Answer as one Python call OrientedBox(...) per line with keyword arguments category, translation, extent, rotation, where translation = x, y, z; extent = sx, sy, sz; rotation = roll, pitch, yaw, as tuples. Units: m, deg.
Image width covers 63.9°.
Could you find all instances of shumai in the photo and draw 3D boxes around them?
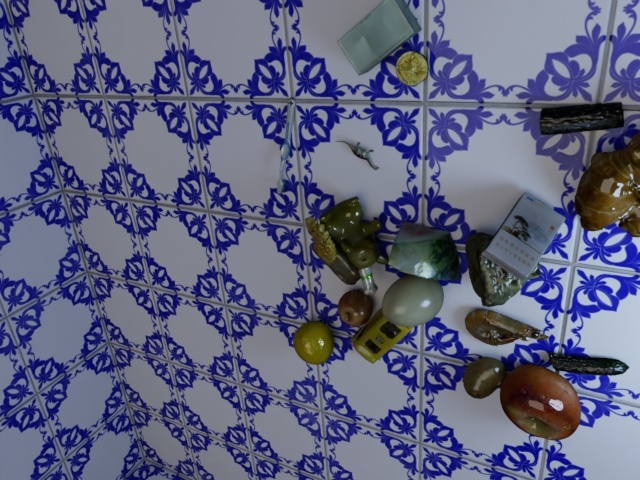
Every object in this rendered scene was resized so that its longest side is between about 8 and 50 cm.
OrientedBox(category="shumai", translation=(0.605, 0.083, 1.699), extent=(0.217, 0.189, 0.256), rotation=(-12, 103, 12))

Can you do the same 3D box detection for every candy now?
OrientedBox(category="candy", translation=(0.078, 0.067, 2.019), extent=(0.234, 0.102, 0.104), rotation=(46, 129, 5))

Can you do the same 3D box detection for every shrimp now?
OrientedBox(category="shrimp", translation=(0.659, 0.332, 1.840), extent=(0.287, 0.063, 0.152), rotation=(15, 123, 27))

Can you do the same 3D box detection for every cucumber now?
OrientedBox(category="cucumber", translation=(0.735, -0.341, 1.446), extent=(0.211, 0.062, 0.078), rotation=(2, 115, 30))
OrientedBox(category="cucumber", translation=(0.907, 0.425, 1.741), extent=(0.245, 0.067, 0.067), rotation=(-1, 114, 32))

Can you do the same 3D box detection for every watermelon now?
OrientedBox(category="watermelon", translation=(0.349, 0.062, 1.817), extent=(0.309, 0.232, 0.193), rotation=(-3, 120, -18))
OrientedBox(category="watermelon", translation=(0.290, -0.540, 1.604), extent=(0.105, 0.062, 0.106), rotation=(10, 120, 17))

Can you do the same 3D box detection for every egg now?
OrientedBox(category="egg", translation=(0.335, 0.218, 1.868), extent=(0.186, 0.241, 0.186), rotation=(53, 156, 37))

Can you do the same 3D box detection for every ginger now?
OrientedBox(category="ginger", translation=(0.867, -0.145, 1.425), extent=(0.274, 0.153, 0.357), rotation=(37, 131, -16))

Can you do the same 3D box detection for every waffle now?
OrientedBox(category="waffle", translation=(-0.003, 0.002, 1.880), extent=(0.149, 0.051, 0.194), rotation=(34, 154, 46))

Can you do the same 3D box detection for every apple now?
OrientedBox(category="apple", translation=(0.772, 0.566, 1.806), extent=(0.271, 0.206, 0.252), rotation=(20, 138, 19))
OrientedBox(category="apple", translation=(0.139, 0.275, 2.067), extent=(0.146, 0.131, 0.147), rotation=(11, 112, 29))

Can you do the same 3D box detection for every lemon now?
OrientedBox(category="lemon", translation=(-0.025, 0.446, 2.229), extent=(0.178, 0.178, 0.203), rotation=(-22, 101, 36))

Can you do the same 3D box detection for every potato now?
OrientedBox(category="potato", translation=(0.614, 0.511, 1.925), extent=(0.137, 0.137, 0.176), rotation=(46, 107, 2))

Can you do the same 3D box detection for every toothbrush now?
OrientedBox(category="toothbrush", translation=(-0.134, -0.354, 1.965), extent=(0.040, 0.040, 0.387), rotation=(21, 123, 20))

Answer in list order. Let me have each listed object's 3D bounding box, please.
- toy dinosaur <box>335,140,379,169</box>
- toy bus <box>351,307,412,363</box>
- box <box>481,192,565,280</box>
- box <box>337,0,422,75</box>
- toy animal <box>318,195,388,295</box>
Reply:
OrientedBox(category="toy dinosaur", translation=(0.141, -0.319, 1.822), extent=(0.180, 0.037, 0.058), rotation=(40, 123, 6))
OrientedBox(category="toy bus", translation=(0.239, 0.377, 2.054), extent=(0.145, 0.151, 0.331), rotation=(40, 127, 4))
OrientedBox(category="box", translation=(0.627, -0.014, 1.587), extent=(0.149, 0.233, 0.067), rotation=(36, 169, 9))
OrientedBox(category="box", translation=(0.182, -0.639, 1.601), extent=(0.225, 0.086, 0.130), rotation=(-29, 99, 37))
OrientedBox(category="toy animal", translation=(0.147, 0.012, 1.896), extent=(0.363, 0.181, 0.180), rotation=(52, 163, 4))
